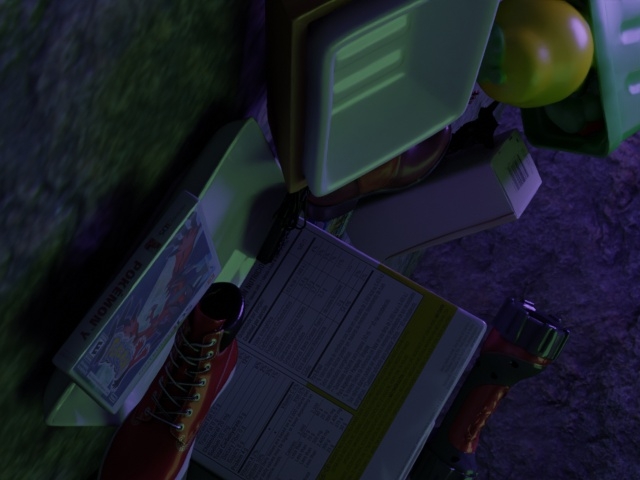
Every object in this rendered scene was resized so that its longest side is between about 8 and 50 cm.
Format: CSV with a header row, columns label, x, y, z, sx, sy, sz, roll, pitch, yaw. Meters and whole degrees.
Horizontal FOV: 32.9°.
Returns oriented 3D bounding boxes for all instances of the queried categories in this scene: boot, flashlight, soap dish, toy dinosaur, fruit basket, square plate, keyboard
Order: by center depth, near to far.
label,x,y,z,sx,sy,sz,roll,pitch,yaw
soap dish,0.051,-0.189,1.055,0.228,0.118,0.291,-31,158,-16
boot,-0.155,0.160,1.130,0.244,0.088,0.176,-61,173,-35
square plate,-0.153,0.046,1.167,0.344,0.049,0.347,-58,170,-5
keyboard,-0.019,-0.046,1.301,0.192,0.038,0.100,-63,169,22
boot,0.083,-0.166,1.443,0.264,0.096,0.280,-23,155,-16
flashlight,0.234,0.231,1.515,0.304,0.103,0.103,-64,172,11
fruit basket,0.352,-0.305,1.693,0.392,0.392,0.283,-57,-156,-4
toy dinosaur,0.180,-0.198,1.856,0.218,0.164,0.322,-37,-156,48

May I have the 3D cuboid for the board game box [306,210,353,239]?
label,x,y,z,sx,sy,sz,roll,pitch,yaw
board game box,0.000,0.000,1.786,0.136,0.035,0.201,-46,165,-47

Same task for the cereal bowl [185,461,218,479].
label,x,y,z,sx,sy,sz,roll,pitch,yaw
cereal bowl,-0.115,0.330,1.787,0.339,0.141,0.339,-49,-169,13

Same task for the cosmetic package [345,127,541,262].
label,x,y,z,sx,sy,sz,roll,pitch,yaw
cosmetic package,0.204,-0.072,1.866,0.309,0.113,0.160,-19,-164,36

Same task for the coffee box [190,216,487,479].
label,x,y,z,sx,sy,sz,roll,pitch,yaw
coffee box,-0.010,0.207,1.493,0.338,0.334,0.338,-58,170,-14

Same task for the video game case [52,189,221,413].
label,x,y,z,sx,sy,sz,roll,pitch,yaw
video game case,-0.159,0.064,0.996,0.183,0.023,0.201,-55,168,-15

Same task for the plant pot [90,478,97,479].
label,x,y,z,sx,sy,sz,roll,pitch,yaw
plant pot,-0.206,0.462,1.423,0.334,0.305,0.334,-54,169,-16
